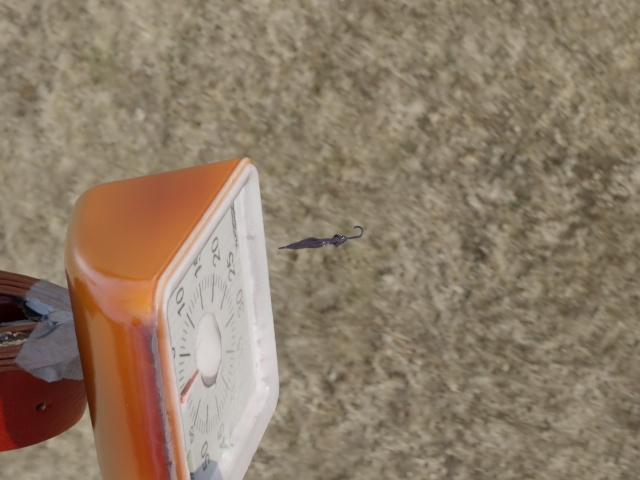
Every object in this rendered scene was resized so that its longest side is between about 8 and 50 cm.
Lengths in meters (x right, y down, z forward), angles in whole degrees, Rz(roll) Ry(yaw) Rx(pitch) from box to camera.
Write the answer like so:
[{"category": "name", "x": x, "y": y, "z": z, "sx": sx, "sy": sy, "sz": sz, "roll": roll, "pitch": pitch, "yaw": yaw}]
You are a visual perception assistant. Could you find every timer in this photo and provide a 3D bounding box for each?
[{"category": "timer", "x": -0.123, "y": 0.095, "z": 1.203, "sx": 0.161, "sy": 0.257, "sz": 0.250, "roll": -4, "pitch": 27, "yaw": 1}]

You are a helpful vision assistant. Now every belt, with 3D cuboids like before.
[{"category": "belt", "x": -0.380, "y": 0.122, "z": 1.597, "sx": 0.227, "sy": 0.324, "sz": 0.115, "roll": 44, "pitch": 125, "yaw": 43}]

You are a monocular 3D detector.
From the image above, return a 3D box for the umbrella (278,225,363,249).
[{"category": "umbrella", "x": 0.001, "y": 0.003, "z": 1.940, "sx": 0.122, "sy": 0.013, "sz": 0.022, "roll": -14, "pitch": 79, "yaw": 20}]
